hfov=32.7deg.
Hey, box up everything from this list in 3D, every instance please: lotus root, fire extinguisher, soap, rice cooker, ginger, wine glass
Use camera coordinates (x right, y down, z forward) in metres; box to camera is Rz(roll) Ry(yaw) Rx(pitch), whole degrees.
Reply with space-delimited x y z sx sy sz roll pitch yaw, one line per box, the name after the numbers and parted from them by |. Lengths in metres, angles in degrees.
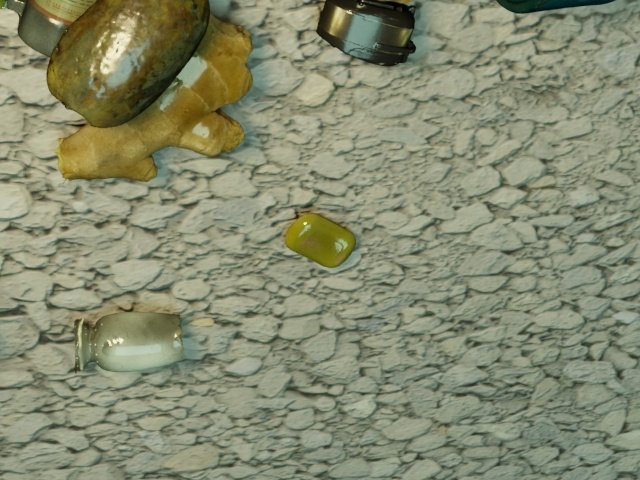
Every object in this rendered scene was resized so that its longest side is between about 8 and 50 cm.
-0.270 -0.288 1.581 0.275 0.152 0.160 -54 161 2 | lotus root
-0.353 -0.451 1.563 0.200 0.113 0.376 12 120 -33 | fire extinguisher
0.000 -0.001 2.028 0.140 0.045 0.089 27 116 -31 | soap
0.077 -0.345 1.769 0.165 0.112 0.106 3 117 -18 | rice cooker
-0.256 -0.212 1.775 0.236 0.166 0.375 18 134 -38 | ginger
-0.354 0.187 2.016 0.204 0.111 0.111 -3 125 -10 | wine glass

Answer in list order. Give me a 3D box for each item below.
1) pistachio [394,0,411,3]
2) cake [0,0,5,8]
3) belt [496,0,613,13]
0.137 -0.456 1.699 0.215 0.144 0.144 -42 125 7 | pistachio
-0.499 -0.420 1.560 0.100 0.099 0.235 2 124 -15 | cake
0.354 -0.491 1.571 0.173 0.436 0.300 -11 86 -6 | belt
